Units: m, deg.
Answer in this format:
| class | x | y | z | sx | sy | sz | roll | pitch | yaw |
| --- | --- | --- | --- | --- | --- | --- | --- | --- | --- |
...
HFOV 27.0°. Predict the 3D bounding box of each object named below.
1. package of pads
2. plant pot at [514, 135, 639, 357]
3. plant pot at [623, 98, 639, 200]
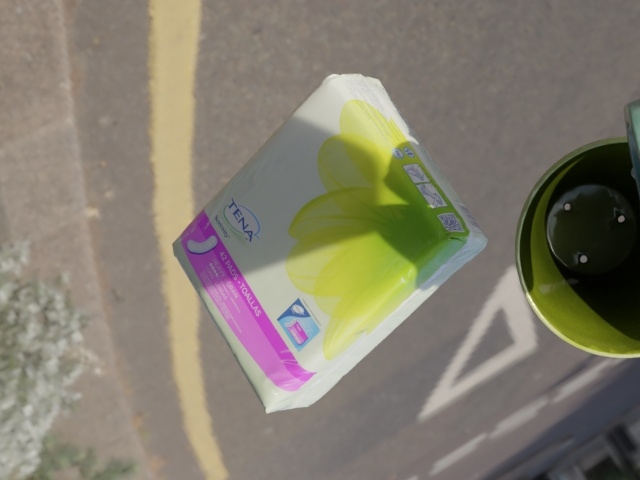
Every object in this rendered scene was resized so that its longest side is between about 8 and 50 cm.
| class | x | y | z | sx | sy | sz | roll | pitch | yaw |
| --- | --- | --- | --- | --- | --- | --- | --- | --- | --- |
| package of pads | 0.000 | 0.000 | 1.370 | 0.296 | 0.229 | 0.101 | -44 | 155 | 27 |
| plant pot | 0.383 | -0.007 | 1.782 | 0.274 | 0.275 | 0.293 | -34 | -176 | 6 |
| plant pot | 0.413 | -0.072 | 1.323 | 0.196 | 0.293 | 0.293 | -12 | 167 | 11 |
